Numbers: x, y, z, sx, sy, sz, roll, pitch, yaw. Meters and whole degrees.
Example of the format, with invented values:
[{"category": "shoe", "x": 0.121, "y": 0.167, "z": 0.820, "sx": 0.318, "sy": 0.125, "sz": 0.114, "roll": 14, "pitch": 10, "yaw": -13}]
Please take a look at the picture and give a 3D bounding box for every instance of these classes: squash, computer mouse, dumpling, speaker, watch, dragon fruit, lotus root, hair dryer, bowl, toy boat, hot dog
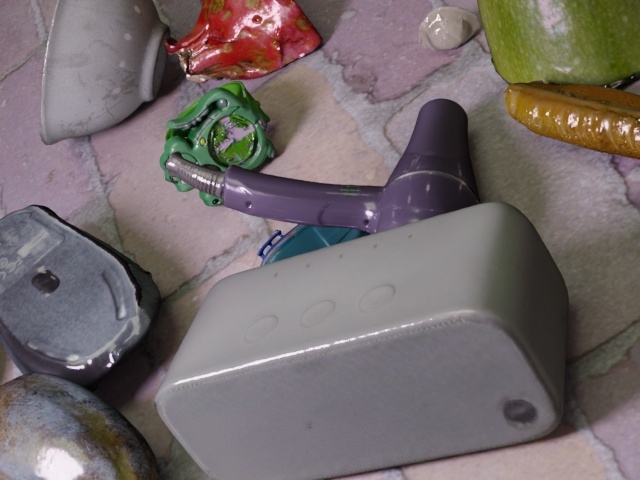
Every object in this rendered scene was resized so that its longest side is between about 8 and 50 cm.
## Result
[{"category": "squash", "x": 0.276, "y": -0.373, "z": 1.736, "sx": 0.310, "sy": 0.309, "sz": 0.310, "roll": -24, "pitch": 39, "yaw": 20}, {"category": "computer mouse", "x": -0.320, "y": 0.082, "z": 1.906, "sx": 0.203, "sy": 0.114, "sz": 0.374, "roll": -41, "pitch": 43, "yaw": -9}, {"category": "dumpling", "x": 0.162, "y": -0.277, "z": 1.938, "sx": 0.077, "sy": 0.059, "sz": 0.043, "roll": -3, "pitch": 37, "yaw": 34}, {"category": "speaker", "x": 0.048, "y": 0.109, "z": 1.510, "sx": 0.406, "sy": 0.183, "sz": 0.184, "roll": -15, "pitch": 36, "yaw": 28}, {"category": "watch", "x": -0.152, "y": -0.142, "z": 2.009, "sx": 0.165, "sy": 0.131, "sz": 0.152, "roll": -41, "pitch": 25, "yaw": -4}, {"category": "dragon fruit", "x": -0.135, "y": -0.322, "z": 2.183, "sx": 0.211, "sy": 0.134, "sz": 0.262, "roll": -46, "pitch": 36, "yaw": 3}, {"category": "lotus root", "x": -0.265, "y": 0.239, "z": 1.646, "sx": 0.322, "sy": 0.158, "sz": 0.140, "roll": 20, "pitch": 89, "yaw": 44}, {"category": "hair dryer", "x": 0.006, "y": -0.075, "z": 1.691, "sx": 0.361, "sy": 0.121, "sz": 0.301, "roll": 8, "pitch": 38, "yaw": 3}, {"category": "bowl", "x": -0.306, "y": -0.280, "z": 2.224, "sx": 0.146, "sy": 0.313, "sz": 0.313, "roll": 13, "pitch": 48, "yaw": -1}, {"category": "toy boat", "x": 0.000, "y": 0.000, "z": 1.763, "sx": 0.175, "sy": 0.091, "sz": 0.110, "roll": -41, "pitch": 8, "yaw": -10}, {"category": "hot dog", "x": 0.314, "y": -0.126, "z": 1.631, "sx": 0.083, "sy": 0.068, "sz": 0.289, "roll": -15, "pitch": 25, "yaw": -32}]
